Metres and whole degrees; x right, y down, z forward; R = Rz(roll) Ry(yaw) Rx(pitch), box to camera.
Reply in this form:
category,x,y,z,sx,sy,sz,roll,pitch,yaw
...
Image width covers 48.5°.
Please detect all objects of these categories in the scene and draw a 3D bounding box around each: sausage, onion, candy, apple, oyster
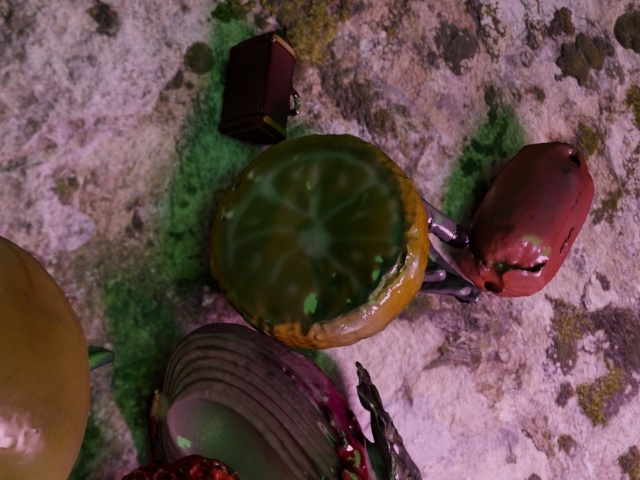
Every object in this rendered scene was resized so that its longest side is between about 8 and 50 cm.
category,x,y,z,sx,sy,sz,roll,pitch,yaw
sausage,0.317,-0.035,1.086,0.152,0.152,0.279,45,61,-20
onion,-0.044,0.215,0.764,0.120,0.284,0.227,-20,134,-59
candy,0.000,0.000,0.828,0.118,0.260,0.259,55,45,-68
apple,-0.335,0.112,0.568,0.295,0.233,0.257,-17,48,-29
oyster,0.067,0.314,0.837,0.162,0.158,0.350,17,57,-56

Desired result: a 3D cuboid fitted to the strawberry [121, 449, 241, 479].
category,x,y,z,sx,sy,sz,roll,pitch,yaw
strawberry,-0.142,0.297,0.647,0.187,0.201,0.184,21,97,-24

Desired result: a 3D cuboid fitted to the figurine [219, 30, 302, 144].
category,x,y,z,sx,sy,sz,roll,pitch,yaw
figurine,-0.062,-0.198,0.913,0.098,0.082,0.154,20,72,-43

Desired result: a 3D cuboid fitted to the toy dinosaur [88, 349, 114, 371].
category,x,y,z,sx,sy,sz,roll,pitch,yaw
toy dinosaur,-0.274,0.396,0.680,0.500,0.144,0.374,-49,124,-40

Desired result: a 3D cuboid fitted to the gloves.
category,x,y,z,sx,sy,sz,roll,pitch,yaw
gloves,0.112,-0.012,0.973,0.285,0.119,0.142,42,74,-5
